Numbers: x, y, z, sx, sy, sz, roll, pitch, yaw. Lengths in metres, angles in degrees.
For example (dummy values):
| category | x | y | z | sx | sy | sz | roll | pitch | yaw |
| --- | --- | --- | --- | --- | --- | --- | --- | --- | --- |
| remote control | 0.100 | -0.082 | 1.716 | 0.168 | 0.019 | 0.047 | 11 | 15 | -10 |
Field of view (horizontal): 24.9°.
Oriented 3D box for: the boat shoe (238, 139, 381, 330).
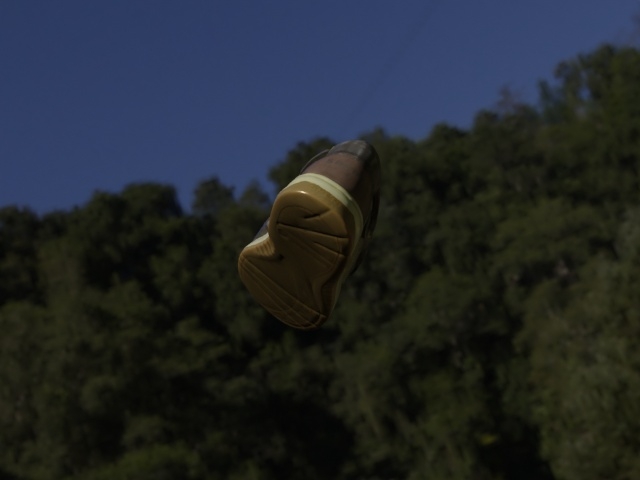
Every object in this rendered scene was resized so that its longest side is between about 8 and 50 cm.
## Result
| category | x | y | z | sx | sy | sz | roll | pitch | yaw |
| --- | --- | --- | --- | --- | --- | --- | --- | --- | --- |
| boat shoe | 0.000 | 0.000 | 0.687 | 0.049 | 0.056 | 0.152 | -48 | -2 | -23 |
